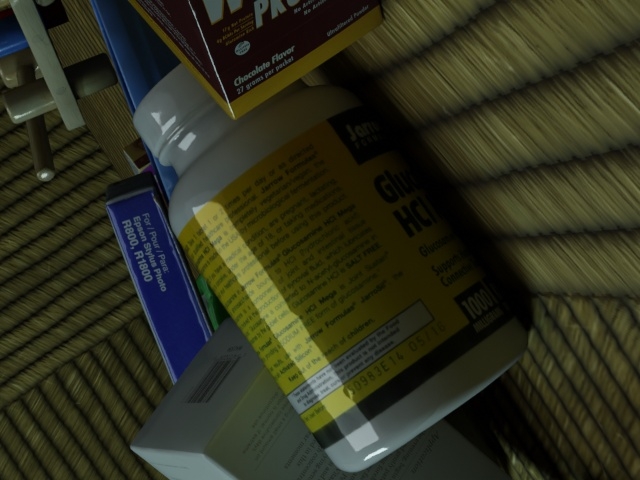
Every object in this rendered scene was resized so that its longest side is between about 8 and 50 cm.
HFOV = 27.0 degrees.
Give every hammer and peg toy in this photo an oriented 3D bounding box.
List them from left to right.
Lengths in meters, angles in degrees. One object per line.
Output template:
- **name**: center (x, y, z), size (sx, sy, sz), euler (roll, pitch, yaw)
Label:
- **hammer and peg toy**: center (-0.312, -0.247, 1.435), size (0.361, 0.127, 0.266), euler (81, 165, -62)

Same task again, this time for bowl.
- **bowl**: center (-0.172, -0.180, 1.384), size (0.391, 0.077, 0.391), euler (160, 90, -84)

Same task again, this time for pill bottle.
- **pill bottle**: center (0.000, 0.000, 1.067), size (0.334, 0.188, 0.188), euler (55, 169, 5)

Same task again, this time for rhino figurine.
- **rhino figurine**: center (0.143, 0.233, 1.417), size (0.106, 0.073, 0.243), euler (-3, 126, 44)

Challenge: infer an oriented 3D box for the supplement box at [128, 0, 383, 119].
- **supplement box**: center (-0.076, -0.226, 0.881), size (0.191, 0.129, 0.194), euler (49, 168, 33)

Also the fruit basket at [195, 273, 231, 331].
- **fruit basket**: center (-0.098, 0.178, 1.870), size (0.353, 0.165, 0.327), euler (109, 147, -64)

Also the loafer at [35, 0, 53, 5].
- **loafer**: center (-0.191, -0.226, 0.914), size (0.056, 0.050, 0.148), euler (93, 159, -69)

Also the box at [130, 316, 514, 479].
- **box**: center (0.026, 0.235, 1.259), size (0.345, 0.168, 0.215), euler (42, 158, -15)

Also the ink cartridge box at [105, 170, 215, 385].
- **ink cartridge box**: center (-0.157, 0.091, 1.492), size (0.330, 0.071, 0.324), euler (-134, 24, -80)

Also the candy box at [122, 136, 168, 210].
- **candy box**: center (-0.199, -0.090, 1.895), size (0.053, 0.109, 0.187), euler (49, 167, 32)
